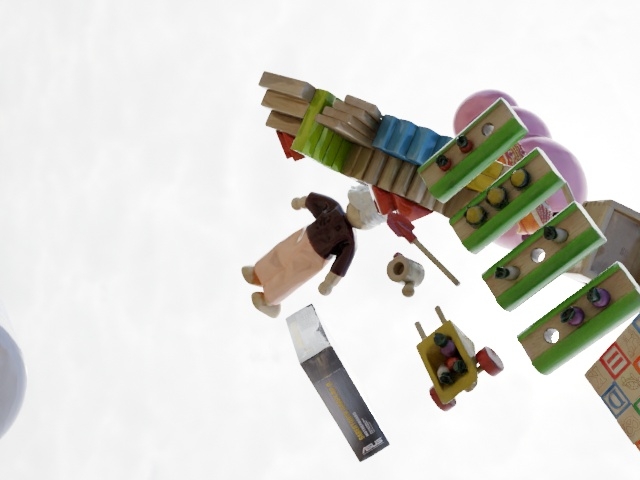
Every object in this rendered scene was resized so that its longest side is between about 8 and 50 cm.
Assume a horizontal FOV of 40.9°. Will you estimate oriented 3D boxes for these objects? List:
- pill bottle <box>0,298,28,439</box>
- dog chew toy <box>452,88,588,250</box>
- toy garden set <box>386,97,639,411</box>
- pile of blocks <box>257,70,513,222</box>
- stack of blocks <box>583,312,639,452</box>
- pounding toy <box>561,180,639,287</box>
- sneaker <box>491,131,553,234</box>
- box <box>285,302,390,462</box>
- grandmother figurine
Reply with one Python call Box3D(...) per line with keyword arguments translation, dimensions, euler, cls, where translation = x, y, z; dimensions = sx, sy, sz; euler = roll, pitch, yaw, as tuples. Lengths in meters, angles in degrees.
Box3D(translation=(-0.385, 0.107, 0.859), dimensions=(0.272, 0.152, 0.152), euler=(-158, -106, -64), cls="pill bottle")
Box3D(translation=(0.334, -0.141, 1.527), dimensions=(0.206, 0.206, 0.332), euler=(-56, -141, 38), cls="dog chew toy")
Box3D(translation=(0.139, 0.015, 0.779), dimensions=(0.204, 0.049, 0.244), euler=(-41, -126, 22), cls="toy garden set")
Box3D(translation=(0.071, -0.094, 1.056), dimensions=(0.362, 0.149, 0.113), euler=(23, -90, 17), cls="pile of blocks")
Box3D(translation=(0.519, 0.159, 1.184), dimensions=(0.171, 0.087, 0.297), euler=(60, -40, 36), cls="stack of blocks")
Box3D(translation=(0.390, 0.001, 1.182), dimensions=(0.130, 0.141, 0.100), euler=(-67, -169, -5), cls="pounding toy")
Box3D(translation=(0.285, -0.085, 1.284), dimensions=(0.067, 0.064, 0.175), euler=(-16, -77, 40), cls="sneaker")
Box3D(translation=(0.022, 0.214, 1.335), dimensions=(0.183, 0.056, 0.231), euler=(59, -1, -14), cls="box")
Box3D(translation=(0.000, 0.000, 1.604), dimensions=(0.342, 0.104, 0.208), euler=(-35, -108, 28), cls="grandmother figurine")
